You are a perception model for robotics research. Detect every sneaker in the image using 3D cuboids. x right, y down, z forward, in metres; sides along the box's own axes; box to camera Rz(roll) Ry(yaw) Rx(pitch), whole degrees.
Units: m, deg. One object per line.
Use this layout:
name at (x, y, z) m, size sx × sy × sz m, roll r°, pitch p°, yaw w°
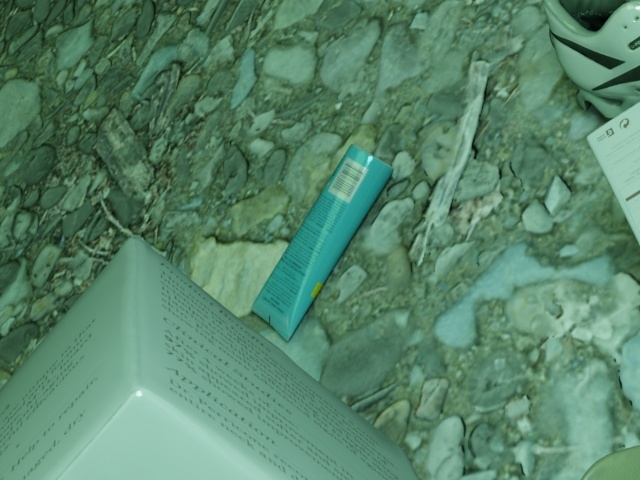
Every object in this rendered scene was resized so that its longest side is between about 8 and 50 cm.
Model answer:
sneaker at (0.325, -0.180, 1.177) m, size 0.330 × 0.146 × 0.122 m, roll 1°, pitch 50°, yaw 44°

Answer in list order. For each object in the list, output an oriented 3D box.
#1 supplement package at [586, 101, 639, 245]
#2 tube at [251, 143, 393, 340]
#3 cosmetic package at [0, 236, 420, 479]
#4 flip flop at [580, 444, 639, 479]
supplement package at (0.302, -0.022, 1.089) m, size 0.105 × 0.105 × 0.179 m, roll -33°, pitch 54°, yaw 21°
tube at (0.000, 0.000, 1.458) m, size 0.207 × 0.052 × 0.080 m, roll -58°, pitch 33°, yaw 2°
cosmetic package at (-0.117, 0.254, 1.051) m, size 0.327 × 0.329 × 0.393 m, roll -49°, pitch 14°, yaw 6°
flip flop at (0.295, 0.157, 0.999) m, size 0.277 × 0.080 × 0.112 m, roll -21°, pitch 47°, yaw 34°
